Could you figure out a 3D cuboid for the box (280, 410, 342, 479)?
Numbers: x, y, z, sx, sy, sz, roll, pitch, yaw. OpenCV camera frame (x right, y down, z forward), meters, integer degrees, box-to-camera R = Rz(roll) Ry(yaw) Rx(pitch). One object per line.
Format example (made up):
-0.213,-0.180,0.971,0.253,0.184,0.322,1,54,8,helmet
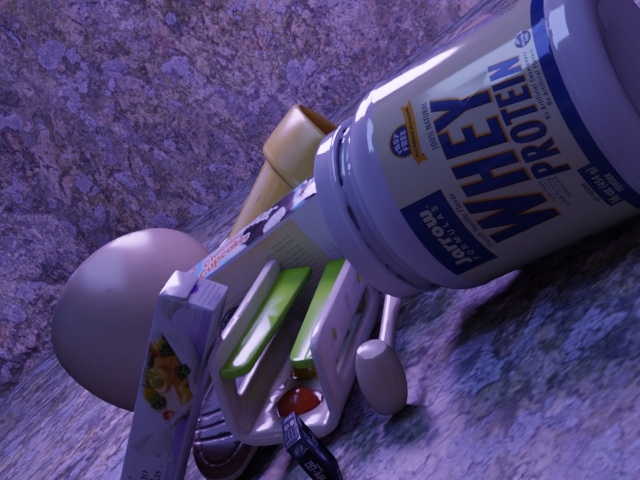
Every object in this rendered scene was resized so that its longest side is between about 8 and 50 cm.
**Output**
-0.008,0.203,1.047,0.018,0.067,0.083,-40,9,1,box

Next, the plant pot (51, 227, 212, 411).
-0.231,0.150,1.646,0.284,0.284,0.191,-42,46,-10,plant pot

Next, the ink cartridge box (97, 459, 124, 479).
-0.252,0.330,1.404,0.180,0.060,0.104,-38,10,16,ink cartridge box

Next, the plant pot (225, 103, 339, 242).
-0.006,-0.022,1.543,0.239,0.254,0.254,-52,8,9,plant pot

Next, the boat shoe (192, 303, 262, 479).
-0.084,0.195,1.328,0.095,0.095,0.257,-8,42,19,boat shoe

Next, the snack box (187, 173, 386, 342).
-0.018,0.041,1.419,0.322,0.187,0.060,-36,26,20,snack box

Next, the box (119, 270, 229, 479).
-0.167,0.191,1.200,0.067,0.063,0.324,-62,-11,-65,box

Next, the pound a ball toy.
0.017,0.122,1.222,0.208,0.136,0.319,-10,20,16,pound a ball toy

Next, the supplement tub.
0.178,-0.092,1.091,0.324,0.235,0.235,-28,15,33,supplement tub

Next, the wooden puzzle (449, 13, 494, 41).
0.251,-0.196,1.505,0.322,0.080,0.347,-41,34,-28,wooden puzzle

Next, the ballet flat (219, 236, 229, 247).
-0.111,0.044,2.002,0.139,0.139,0.400,-38,6,15,ballet flat
